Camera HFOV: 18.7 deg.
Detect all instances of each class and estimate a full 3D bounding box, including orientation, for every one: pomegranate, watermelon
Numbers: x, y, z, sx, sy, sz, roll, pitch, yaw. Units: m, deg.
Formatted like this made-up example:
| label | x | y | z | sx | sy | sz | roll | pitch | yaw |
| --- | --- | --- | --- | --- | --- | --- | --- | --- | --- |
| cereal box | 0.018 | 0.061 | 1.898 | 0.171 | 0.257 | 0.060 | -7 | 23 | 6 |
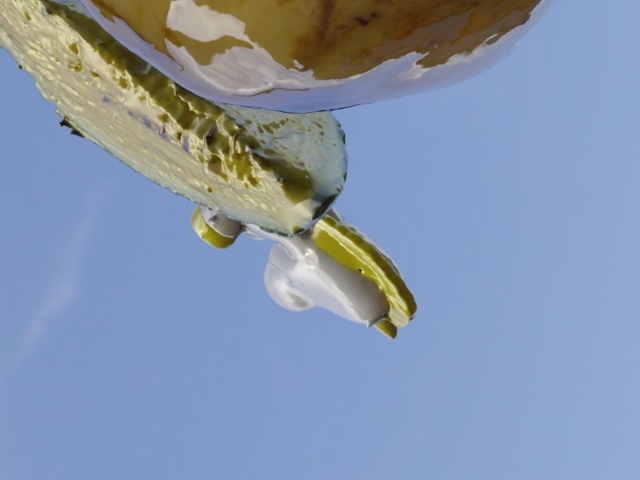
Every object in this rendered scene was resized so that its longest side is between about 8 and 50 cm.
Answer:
| label | x | y | z | sx | sy | sz | roll | pitch | yaw |
| --- | --- | --- | --- | --- | --- | --- | --- | --- | --- |
| pomegranate | 0.004 | -0.153 | 0.657 | 0.215 | 0.215 | 0.215 | -14 | -68 | -39 |
| watermelon | -0.104 | -0.106 | 1.154 | 0.123 | 0.301 | 0.129 | -53 | -9 | -2 |

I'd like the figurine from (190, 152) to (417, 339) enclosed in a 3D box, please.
| label | x | y | z | sx | sy | sz | roll | pitch | yaw |
| --- | --- | --- | --- | --- | --- | --- | --- | --- | --- |
| figurine | -0.003 | 0.003 | 1.360 | 0.109 | 0.129 | 0.178 | -44 | -68 | -34 |
